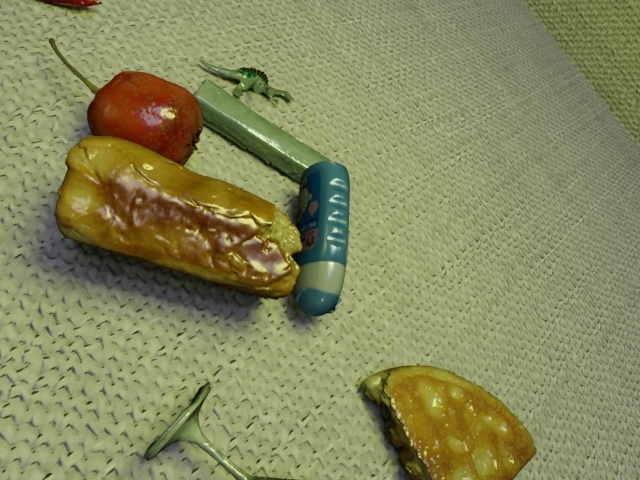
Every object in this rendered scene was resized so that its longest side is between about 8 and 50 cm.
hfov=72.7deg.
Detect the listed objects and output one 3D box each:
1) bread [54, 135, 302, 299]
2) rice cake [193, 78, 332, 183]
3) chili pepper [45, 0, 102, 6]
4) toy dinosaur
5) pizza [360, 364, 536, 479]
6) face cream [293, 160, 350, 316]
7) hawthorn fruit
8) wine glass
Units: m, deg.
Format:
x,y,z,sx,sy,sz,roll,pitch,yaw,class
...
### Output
x,y,z,sx,sy,sz,roll,pitch,yaw,class
-0.190,-0.025,0.636,0.344,0.195,0.149,20,78,-19,bread
-0.094,-0.187,0.844,0.336,0.063,0.066,31,59,-12,rice cake
-0.529,-0.461,0.756,0.268,0.059,0.050,17,98,-24,chili pepper
-0.146,-0.338,0.909,0.187,0.044,0.106,28,42,1,toy dinosaur
0.232,0.312,0.764,0.268,0.087,0.258,-16,71,-34,pizza
0.000,0.000,0.751,0.083,0.149,0.264,12,65,-20,face cream
-0.322,-0.222,0.681,0.285,0.165,0.165,35,55,-10,hawthorn fruit
-0.102,0.303,0.557,0.232,0.156,0.156,42,54,1,wine glass
